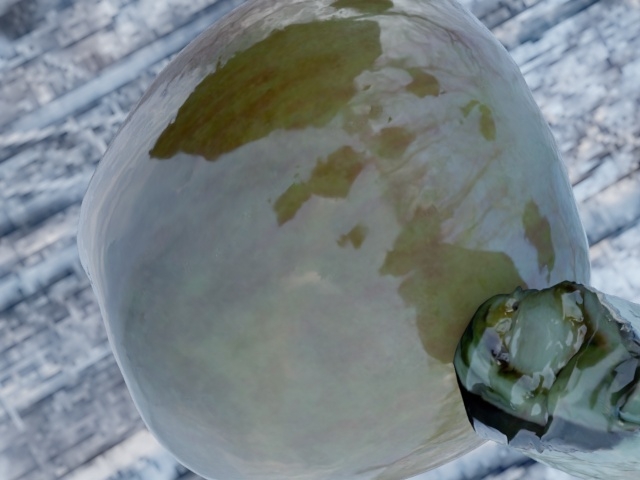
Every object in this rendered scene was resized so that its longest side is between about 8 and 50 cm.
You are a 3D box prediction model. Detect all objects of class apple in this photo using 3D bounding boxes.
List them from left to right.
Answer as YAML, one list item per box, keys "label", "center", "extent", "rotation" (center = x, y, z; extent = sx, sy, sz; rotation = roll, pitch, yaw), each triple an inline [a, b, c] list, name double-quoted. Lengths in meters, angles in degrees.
- label: "apple"
  center: [0.000, 0.000, 0.811]
  extent: [0.257, 0.234, 0.256]
  rotation: [158, -90, -87]

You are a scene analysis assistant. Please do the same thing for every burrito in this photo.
- label: "burrito"
  center: [0.181, 0.082, 0.674]
  extent: [0.229, 0.089, 0.144]
  rotation: [20, -3, -20]
